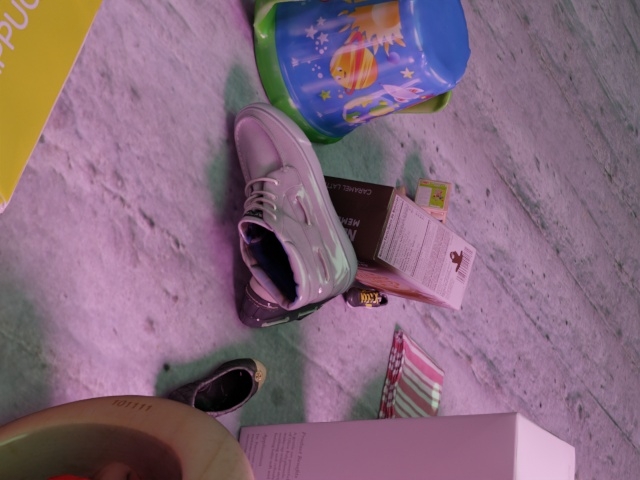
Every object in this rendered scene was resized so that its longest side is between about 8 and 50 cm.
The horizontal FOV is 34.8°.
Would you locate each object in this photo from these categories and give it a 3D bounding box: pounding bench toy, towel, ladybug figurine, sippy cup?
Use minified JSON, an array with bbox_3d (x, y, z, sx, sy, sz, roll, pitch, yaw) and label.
[{"bbox_3d":[0.160,-0.059,1.608,0.065,0.083,0.052,86,16,-63],"label":"pounding bench toy"},{"bbox_3d":[0.140,0.250,1.527,0.144,0.029,0.197,45,48,-43],"label":"towel"},{"bbox_3d":[-0.210,0.281,0.771,0.449,0.305,0.162,-47,140,-60],"label":"ladybug figurine"},{"bbox_3d":[0.067,-0.262,1.355,0.305,0.224,0.240,-30,107,-54],"label":"sippy cup"}]

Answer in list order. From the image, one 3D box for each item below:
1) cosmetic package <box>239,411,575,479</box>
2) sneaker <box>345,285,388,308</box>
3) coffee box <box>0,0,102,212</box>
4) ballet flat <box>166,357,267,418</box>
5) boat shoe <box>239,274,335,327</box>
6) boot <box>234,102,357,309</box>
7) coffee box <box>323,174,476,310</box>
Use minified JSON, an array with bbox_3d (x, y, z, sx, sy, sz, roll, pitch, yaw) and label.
[{"bbox_3d":[0.081,0.306,1.121,0.155,0.365,0.197,35,56,-48],"label":"cosmetic package"},{"bbox_3d":[0.066,0.080,1.446,0.083,0.035,0.031,9,75,-55],"label":"sneaker"},{"bbox_3d":[-0.349,-0.220,0.622,0.338,0.334,0.338,46,47,-41],"label":"coffee box"},{"bbox_3d":[-0.110,0.174,1.150,0.173,0.049,0.057,-20,101,-56],"label":"ballet flat"},{"bbox_3d":[-0.037,0.068,1.294,0.065,0.075,0.206,-59,159,19],"label":"boat shoe"},{"bbox_3d":[-0.054,-0.044,1.205,0.123,0.095,0.258,-20,79,-55],"label":"boot"},{"bbox_3d":[0.088,0.006,1.364,0.246,0.141,0.098,30,74,-51],"label":"coffee box"}]
